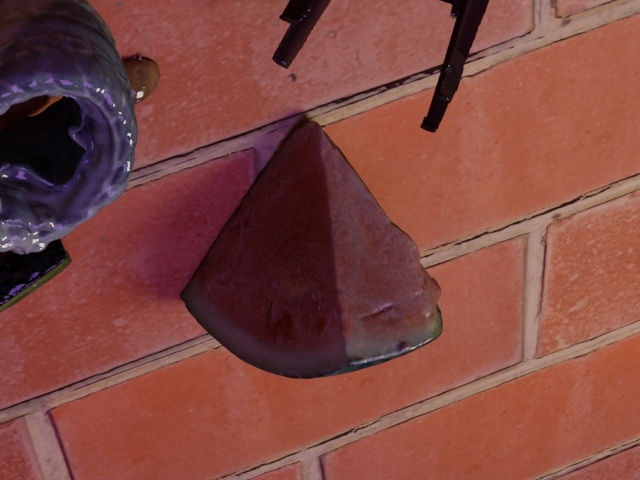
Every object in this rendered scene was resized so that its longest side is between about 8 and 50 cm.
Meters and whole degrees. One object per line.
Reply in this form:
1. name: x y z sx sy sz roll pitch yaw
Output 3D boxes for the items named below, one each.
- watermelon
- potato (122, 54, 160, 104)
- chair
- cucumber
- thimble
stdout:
1. watermelon: -0.018 0.039 2.130 0.250 0.283 0.292 -42 118 -4
2. potato: -0.203 -0.154 1.895 0.093 0.036 0.037 -21 147 -8
3. chair: 0.109 -0.293 1.826 0.326 0.183 0.175 -63 179 -13
4. cucumber: -0.368 0.055 2.035 0.211 0.062 0.078 -35 178 0
5. thimble: -0.283 -0.117 1.785 0.204 0.172 0.250 -1 134 -25
